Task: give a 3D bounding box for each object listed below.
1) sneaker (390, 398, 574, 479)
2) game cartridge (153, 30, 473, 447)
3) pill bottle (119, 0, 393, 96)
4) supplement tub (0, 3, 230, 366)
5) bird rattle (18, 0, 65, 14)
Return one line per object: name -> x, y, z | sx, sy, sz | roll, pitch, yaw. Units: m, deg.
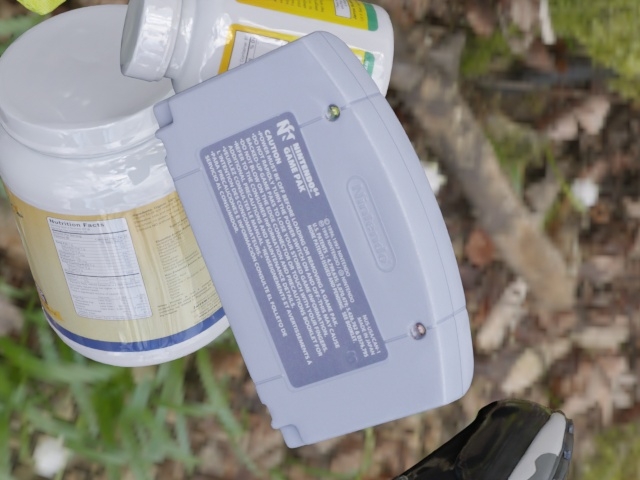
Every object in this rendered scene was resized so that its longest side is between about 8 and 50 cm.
sneaker -> -0.017, 0.129, 0.617 | 0.124, 0.283, 0.107 | 27, 135, 16
game cartridge -> 0.000, 0.000, 1.456 | 0.196, 0.060, 0.294 | -20, 93, 39
pill bottle -> -0.055, -0.158, 1.583 | 0.208, 0.117, 0.117 | 10, 132, -16
supplement tub -> -0.197, -0.054, 1.915 | 0.228, 0.228, 0.316 | -1, 133, 10
bird rattle -> -0.145, -0.238, 0.991 | 0.143, 0.253, 0.207 | -26, 163, 19
